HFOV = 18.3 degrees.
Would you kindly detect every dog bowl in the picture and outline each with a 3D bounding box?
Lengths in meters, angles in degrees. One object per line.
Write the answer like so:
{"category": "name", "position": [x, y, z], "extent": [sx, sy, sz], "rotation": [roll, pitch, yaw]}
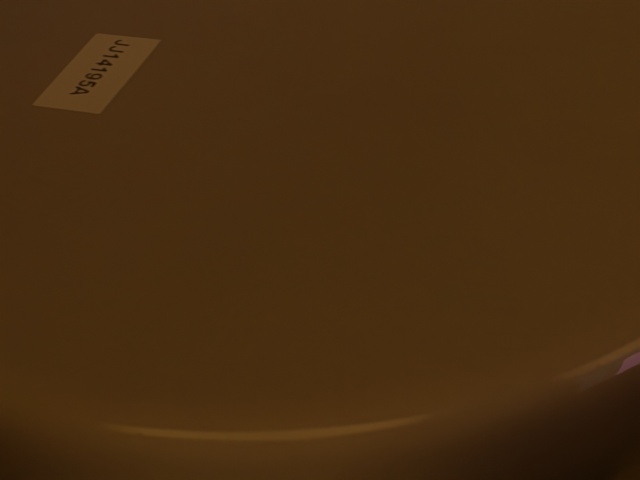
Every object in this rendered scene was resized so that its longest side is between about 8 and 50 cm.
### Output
{"category": "dog bowl", "position": [0.000, 0.000, 0.511], "extent": [0.349, 0.348, 0.102], "rotation": [-68, 157, -53]}
